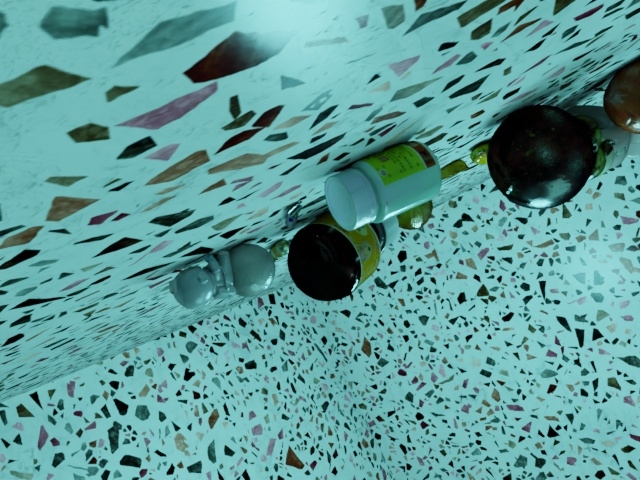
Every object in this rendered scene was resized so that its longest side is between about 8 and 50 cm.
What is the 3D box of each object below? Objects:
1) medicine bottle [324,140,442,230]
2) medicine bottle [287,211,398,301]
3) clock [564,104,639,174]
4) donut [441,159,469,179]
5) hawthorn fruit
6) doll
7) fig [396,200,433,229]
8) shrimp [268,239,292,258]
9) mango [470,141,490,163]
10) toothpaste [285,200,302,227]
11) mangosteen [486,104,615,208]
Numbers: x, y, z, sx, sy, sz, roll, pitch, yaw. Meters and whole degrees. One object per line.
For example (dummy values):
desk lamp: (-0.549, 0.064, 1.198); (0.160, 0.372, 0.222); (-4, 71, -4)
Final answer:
medicine bottle: (0.134, -0.116, 1.187); (0.225, 0.139, 0.139); (-24, 174, -23)
medicine bottle: (0.082, 0.004, 1.700); (0.242, 0.242, 0.395); (-30, -173, 36)
clock: (0.881, -0.336, 1.909); (0.326, 0.184, 0.342); (-26, -153, -24)
donut: (0.466, -0.249, 1.978); (0.097, 0.043, 0.108); (-22, 174, -43)
hawthorn fruit: (0.978, -0.452, 1.735); (0.242, 0.242, 0.272); (-23, -156, -30)
doll: (-0.251, 0.098, 1.428); (0.287, 0.151, 0.151); (-17, 170, -41)
fig: (0.296, -0.144, 1.907); (0.160, 0.230, 0.143); (-25, -142, -1)
shrimp: (-0.092, 0.012, 1.832); (0.166, 0.049, 0.161); (-25, 177, -24)
mango: (0.550, -0.292, 1.867); (0.101, 0.066, 0.187); (-20, 174, 34)
toothpaste: (-0.068, -0.060, 1.365); (0.045, 0.028, 0.170); (-36, 174, -13)
mangosteen: (0.615, -0.229, 1.539); (0.311, 0.311, 0.311); (-26, 174, -3)
